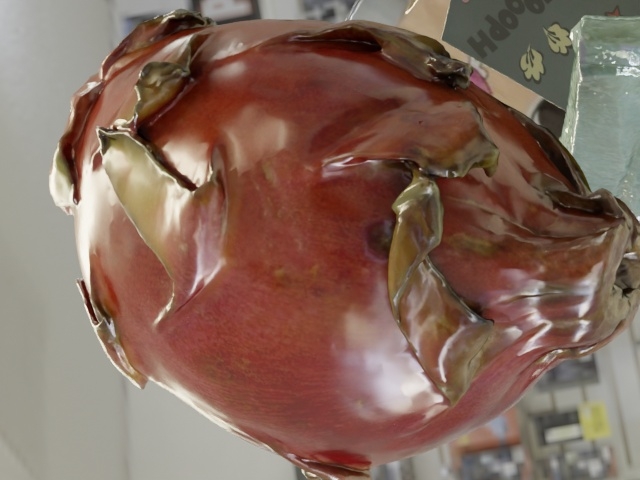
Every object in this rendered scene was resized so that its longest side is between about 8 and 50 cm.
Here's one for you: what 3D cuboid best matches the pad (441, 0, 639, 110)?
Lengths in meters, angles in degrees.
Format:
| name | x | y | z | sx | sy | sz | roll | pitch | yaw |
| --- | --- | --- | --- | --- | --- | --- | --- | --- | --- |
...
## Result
| name | x | y | z | sx | sy | sz | roll | pitch | yaw |
| --- | --- | --- | --- | --- | --- | --- | --- | --- | --- |
| pad | 0.164 | -0.203 | 1.080 | 0.170 | 0.006 | 0.245 | 35 | 129 | 32 |

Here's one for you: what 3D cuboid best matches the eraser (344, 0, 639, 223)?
| name | x | y | z | sx | sy | sz | roll | pitch | yaw |
| --- | --- | --- | --- | --- | --- | --- | --- | --- | --- |
| eraser | 0.173 | -0.145 | 1.344 | 0.171 | 0.290 | 0.087 | -57 | -4 | 20 |

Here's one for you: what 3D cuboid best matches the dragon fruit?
| name | x | y | z | sx | sy | sz | roll | pitch | yaw |
| --- | --- | --- | --- | --- | --- | --- | --- | --- | --- |
| dragon fruit | 0.004 | 0.001 | 0.838 | 0.250 | 0.315 | 0.250 | 13 | -90 | -82 |

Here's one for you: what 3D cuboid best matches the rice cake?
| name | x | y | z | sx | sy | sz | roll | pitch | yaw |
| --- | --- | --- | --- | --- | --- | --- | --- | --- | --- |
| rice cake | 0.173 | -0.064 | 0.921 | 0.226 | 0.085 | 0.040 | 80 | -166 | -70 |
